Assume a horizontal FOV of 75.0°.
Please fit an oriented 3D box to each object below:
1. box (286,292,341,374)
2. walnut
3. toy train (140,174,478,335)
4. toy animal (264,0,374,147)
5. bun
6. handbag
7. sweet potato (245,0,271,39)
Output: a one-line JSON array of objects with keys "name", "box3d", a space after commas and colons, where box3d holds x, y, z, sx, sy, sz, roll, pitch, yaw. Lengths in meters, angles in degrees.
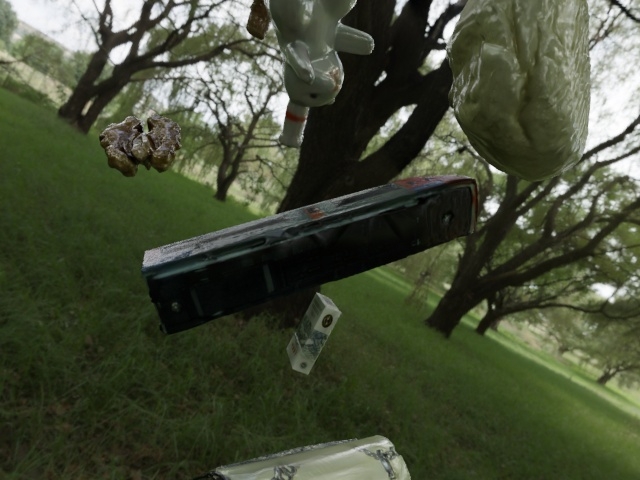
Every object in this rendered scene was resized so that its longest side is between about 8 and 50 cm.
[{"name": "box", "box3d": [-0.010, 0.110, 0.499, 0.024, 0.083, 0.054, 26, 4, -18]}, {"name": "walnut", "box3d": [-0.330, -0.173, 0.777, 0.142, 0.069, 0.170, -10, 43, -10]}, {"name": "toy train", "box3d": [0.000, 0.000, 0.515, 0.408, 0.086, 0.089, -17, 25, -13]}, {"name": "toy animal", "box3d": [-0.005, -0.270, 0.626, 0.138, 0.140, 0.283, 36, -34, 41]}, {"name": "bun", "box3d": [0.201, -0.168, 0.434, 0.134, 0.221, 0.220, 1, -15, 38]}, {"name": "handbag", "box3d": [-0.049, 0.398, 0.601, 0.358, 0.237, 0.160, 19, 33, -47]}, {"name": "sweet potato", "box3d": [-0.099, -0.610, 0.957, 0.059, 0.282, 0.067, 22, 3, -12]}]
